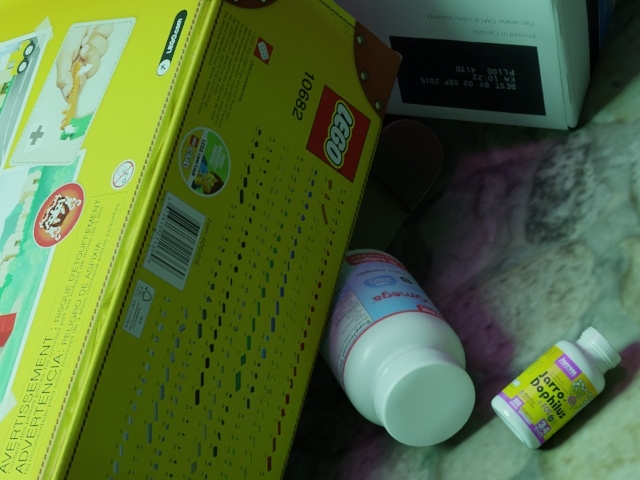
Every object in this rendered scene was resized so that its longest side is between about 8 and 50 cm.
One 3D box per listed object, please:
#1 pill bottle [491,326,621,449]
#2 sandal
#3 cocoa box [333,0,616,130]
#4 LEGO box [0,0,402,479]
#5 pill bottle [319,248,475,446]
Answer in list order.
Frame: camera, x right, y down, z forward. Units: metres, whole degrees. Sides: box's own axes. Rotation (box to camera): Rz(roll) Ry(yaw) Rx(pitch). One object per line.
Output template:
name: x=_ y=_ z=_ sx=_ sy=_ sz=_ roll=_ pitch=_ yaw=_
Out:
pill bottle: x=0.155 y=0.094 z=1.224 sx=0.083 sy=0.043 sz=0.043 roll=-41 pitch=31 yaw=-4
sandal: x=0.005 y=0.005 z=1.494 sx=0.240 sy=0.088 sz=0.079 roll=-46 pitch=-1 yaw=-21
cocoa box: x=0.053 y=-0.256 z=1.505 sx=0.347 sy=0.231 sz=0.228 roll=7 pitch=48 yaw=20
LEGO box: x=-0.191 y=0.057 z=1.370 sx=0.372 sy=0.193 sz=0.500 roll=-6 pitch=59 yaw=44
pill bottle: x=0.049 y=0.076 z=1.318 sx=0.087 sy=0.087 sz=0.160 roll=-38 pitch=31 yaw=1
